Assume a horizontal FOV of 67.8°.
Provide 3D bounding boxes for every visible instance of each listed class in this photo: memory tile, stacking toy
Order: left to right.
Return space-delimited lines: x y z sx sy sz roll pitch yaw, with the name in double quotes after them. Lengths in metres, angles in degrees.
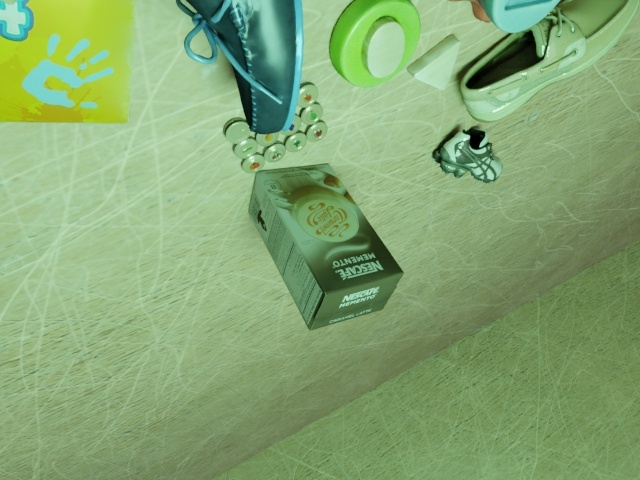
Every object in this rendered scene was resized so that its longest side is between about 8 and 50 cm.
-0.061 -0.161 0.696 0.147 0.012 0.113 -28 148 -5 "memory tile"
0.174 -0.290 0.606 0.308 0.130 0.280 -6 140 -34 "stacking toy"

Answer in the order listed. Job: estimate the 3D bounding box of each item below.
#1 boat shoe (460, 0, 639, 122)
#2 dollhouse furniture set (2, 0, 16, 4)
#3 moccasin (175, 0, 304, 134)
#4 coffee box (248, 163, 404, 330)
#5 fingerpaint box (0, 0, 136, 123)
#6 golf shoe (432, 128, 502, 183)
0.361 -0.315 0.760 0.302 0.109 0.098 -35 150 16 "boat shoe"
-0.201 -0.200 0.135 0.262 0.135 0.259 -38 159 11 "dollhouse furniture set"
-0.090 -0.260 0.450 0.116 0.138 0.342 -16 131 -16 "moccasin"
0.000 0.000 0.748 0.141 0.247 0.098 -12 144 -29 "coffee box"
-0.274 -0.280 0.202 0.370 0.163 0.445 -8 142 -31 "fingerpaint box"
0.318 -0.171 0.948 0.198 0.077 0.094 -3 138 -40 "golf shoe"
